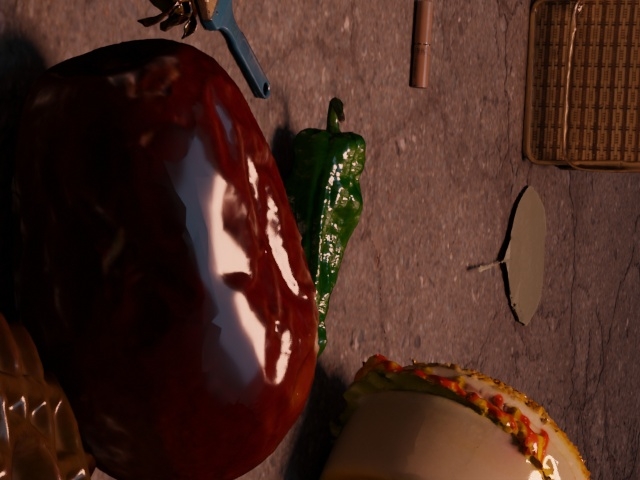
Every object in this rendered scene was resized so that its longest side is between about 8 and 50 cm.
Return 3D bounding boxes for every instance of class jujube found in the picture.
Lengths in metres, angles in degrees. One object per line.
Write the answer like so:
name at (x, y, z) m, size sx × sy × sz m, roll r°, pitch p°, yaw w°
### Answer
jujube at (-0.114, 0.022, 1.322) m, size 0.223 × 0.223 × 0.318 m, roll -43°, pitch 127°, yaw -57°

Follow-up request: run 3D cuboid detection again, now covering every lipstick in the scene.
lipstick at (0.110, -0.211, 1.997) m, size 0.019 × 0.019 × 0.094 m, roll 3°, pitch 90°, yaw -66°

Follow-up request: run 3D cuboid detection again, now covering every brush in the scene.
brush at (-0.073, -0.177, 1.607) m, size 0.164 × 0.014 × 0.051 m, roll 62°, pitch 40°, yaw -51°

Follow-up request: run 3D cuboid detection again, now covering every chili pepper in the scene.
chili pepper at (-0.006, -0.001, 1.705) m, size 0.100 × 0.074 × 0.257 m, roll 19°, pitch 76°, yaw -65°

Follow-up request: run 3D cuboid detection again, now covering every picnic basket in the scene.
picnic basket at (0.413, -0.194, 2.331) m, size 0.175 × 0.313 × 0.228 m, roll 2°, pitch 92°, yaw -56°

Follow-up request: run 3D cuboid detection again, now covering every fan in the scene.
fan at (0.239, 0.023, 2.322) m, size 0.310 × 0.010 × 0.182 m, roll -7°, pitch 99°, yaw -68°

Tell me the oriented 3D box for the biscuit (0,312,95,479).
biscuit at (-0.203, 0.187, 1.124) m, size 0.332 × 0.103 × 0.332 m, roll -18°, pitch 90°, yaw -85°

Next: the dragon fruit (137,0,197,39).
dragon fruit at (-0.110, -0.229, 1.348) m, size 0.125 × 0.125 × 0.246 m, roll 75°, pitch 6°, yaw -46°

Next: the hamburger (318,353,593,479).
hamburger at (0.136, 0.247, 1.814) m, size 0.179 × 0.276 × 0.294 m, roll -50°, pitch 143°, yaw -37°
